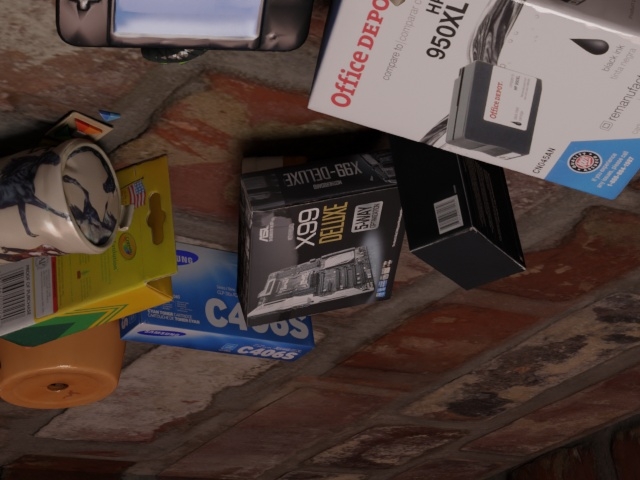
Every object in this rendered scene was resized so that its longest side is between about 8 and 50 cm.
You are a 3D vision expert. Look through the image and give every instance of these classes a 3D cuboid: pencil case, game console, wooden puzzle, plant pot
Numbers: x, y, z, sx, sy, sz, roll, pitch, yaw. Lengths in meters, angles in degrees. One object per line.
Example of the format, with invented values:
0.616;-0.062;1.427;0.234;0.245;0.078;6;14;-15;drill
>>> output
-0.480;-0.024;1.649;0.410;0.159;0.183;-12;158;14;pencil case
-0.126;-0.275;1.231;0.293;0.173;0.250;-1;131;-14;game console
-0.334;-0.149;1.621;0.079;0.014;0.116;13;146;-38;wooden puzzle
-0.451;0.159;1.998;0.291;0.203;0.291;-7;153;-4;plant pot

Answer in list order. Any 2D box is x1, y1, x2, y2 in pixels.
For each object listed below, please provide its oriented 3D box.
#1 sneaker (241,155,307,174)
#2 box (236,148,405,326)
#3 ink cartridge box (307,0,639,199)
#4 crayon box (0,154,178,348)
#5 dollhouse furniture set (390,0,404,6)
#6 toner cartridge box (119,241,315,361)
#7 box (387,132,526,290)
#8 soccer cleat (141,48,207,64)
-0.037;-0.037;1.833;0.123;0.106;0.290;-8;153;5;sneaker
0.000;0.000;1.760;0.242;0.076;0.307;-10;146;-13;box
0.208;-0.230;1.313;0.395;0.166;0.285;16;149;-4;ink cartridge box
-0.338;0.020;1.749;0.319;0.202;0.081;-18;153;20;crayon box
0.048;-0.331;0.970;0.303;0.355;0.174;-40;170;-29;dollhouse furniture set
-0.177;0.104;2.011;0.348;0.165;0.075;11;147;-35;toner cartridge box
0.183;-0.086;1.624;0.103;0.261;0.184;-23;150;27;box
-0.134;-0.262;1.414;0.179;0.060;0.072;-15;144;-2;soccer cleat
